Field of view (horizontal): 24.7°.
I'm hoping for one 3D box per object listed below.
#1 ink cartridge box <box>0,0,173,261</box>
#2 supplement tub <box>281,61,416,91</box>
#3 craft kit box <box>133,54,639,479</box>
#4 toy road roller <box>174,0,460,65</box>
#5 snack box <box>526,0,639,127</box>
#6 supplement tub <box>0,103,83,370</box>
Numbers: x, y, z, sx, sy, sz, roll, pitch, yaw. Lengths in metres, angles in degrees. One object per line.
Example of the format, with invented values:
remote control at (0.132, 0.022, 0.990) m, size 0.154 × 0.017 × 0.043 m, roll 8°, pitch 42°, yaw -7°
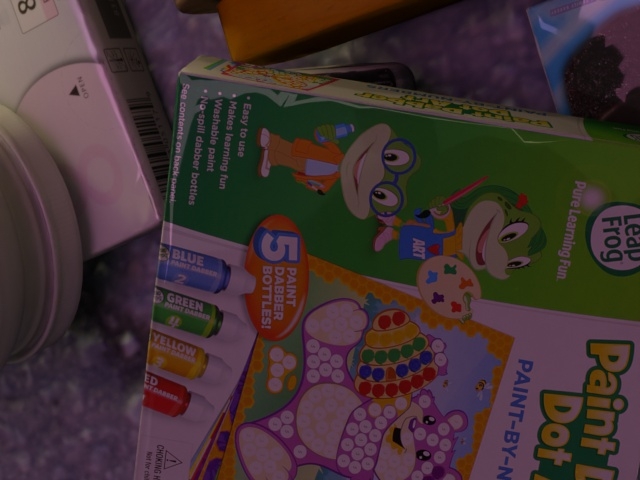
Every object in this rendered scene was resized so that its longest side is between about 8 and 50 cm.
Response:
ink cartridge box at (-0.207, -0.063, 0.938) m, size 0.232 × 0.066 × 0.189 m, roll -22°, pitch 88°, yaw 25°
supplement tub at (0.000, 0.000, 0.803) m, size 0.117 × 0.117 × 0.190 m, roll 1°, pitch 99°, yaw 28°
craft kit box at (0.040, 0.052, 0.718) m, size 0.247 × 0.061 × 0.249 m, roll 8°, pitch 106°, yaw 3°
toy road roller at (0.021, -0.218, 0.685) m, size 0.330 × 0.241 × 0.202 m, roll -17°, pitch 90°, yaw 29°
snack box at (0.275, -0.071, 0.678) m, size 0.322 × 0.060 × 0.187 m, roll -17°, pitch 91°, yaw 29°
supplement tub at (-0.294, 0.024, 0.835) m, size 0.191 × 0.272 × 0.191 m, roll 18°, pitch 117°, yaw 39°
